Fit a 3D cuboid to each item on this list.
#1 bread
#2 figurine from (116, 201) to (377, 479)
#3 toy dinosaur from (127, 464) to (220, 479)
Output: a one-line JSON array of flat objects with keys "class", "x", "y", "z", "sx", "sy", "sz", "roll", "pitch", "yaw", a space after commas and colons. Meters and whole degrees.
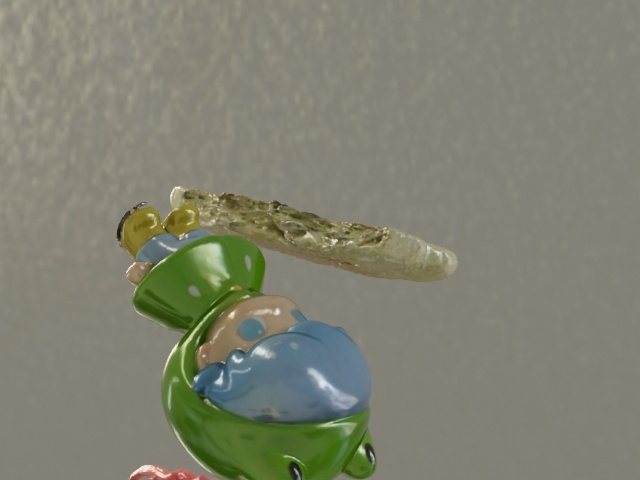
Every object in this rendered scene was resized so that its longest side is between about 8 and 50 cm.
[{"class": "bread", "x": 0.000, "y": 0.000, "z": 1.746, "sx": 0.251, "sy": 0.039, "sz": 0.182, "roll": 13, "pitch": -6, "yaw": 25}, {"class": "figurine", "x": -0.060, "y": 0.082, "z": 1.516, "sx": 0.162, "sy": 0.263, "sz": 0.143, "roll": -3, "pitch": -41, "yaw": -51}, {"class": "toy dinosaur", "x": -0.112, "y": 0.277, "z": 2.181, "sx": 0.139, "sy": 0.070, "sz": 0.286, "roll": -9, "pitch": 5, "yaw": -24}]
